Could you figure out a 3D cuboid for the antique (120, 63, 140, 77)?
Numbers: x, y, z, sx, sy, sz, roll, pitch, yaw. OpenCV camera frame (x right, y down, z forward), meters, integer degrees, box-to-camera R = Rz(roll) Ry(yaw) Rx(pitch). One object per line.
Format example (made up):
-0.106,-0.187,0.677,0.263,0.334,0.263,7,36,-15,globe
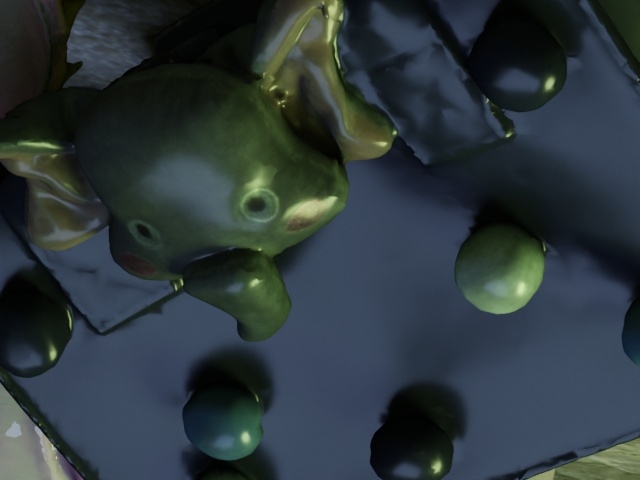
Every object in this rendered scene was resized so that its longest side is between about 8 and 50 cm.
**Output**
0.003,-0.039,0.884,0.221,0.081,0.080,9,156,13,antique

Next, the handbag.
0.000,0.000,0.739,0.326,0.118,0.269,-27,118,29,handbag

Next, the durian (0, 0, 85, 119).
-0.197,-0.107,0.767,0.186,0.154,0.260,-10,158,1,durian

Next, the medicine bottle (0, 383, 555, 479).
-0.032,0.058,1.004,0.325,0.212,0.212,10,162,15,medicine bottle
